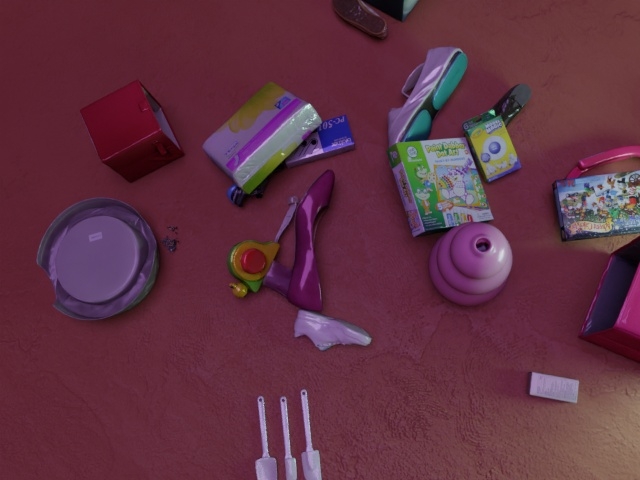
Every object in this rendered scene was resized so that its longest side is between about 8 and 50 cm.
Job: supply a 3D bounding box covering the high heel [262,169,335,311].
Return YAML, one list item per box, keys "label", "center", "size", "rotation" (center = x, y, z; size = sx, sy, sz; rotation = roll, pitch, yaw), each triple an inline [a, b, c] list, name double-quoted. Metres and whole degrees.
- label: "high heel"
  center: [0.000, 0.000, 1.598]
  size: [0.181, 0.127, 0.377]
  rotation: [25, 91, 11]

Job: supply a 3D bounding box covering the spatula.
- label: "spatula"
  center: [-0.093, 0.524, 1.533]
  size: [0.168, 0.019, 0.242]
  rotation: [-9, 76, 6]

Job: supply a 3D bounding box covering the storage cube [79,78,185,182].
- label: "storage cube"
  center: [-0.545, -0.313, 1.702]
  size: [0.193, 0.184, 0.215]
  rotation: [-27, 75, 1]

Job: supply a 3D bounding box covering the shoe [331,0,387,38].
- label: "shoe"
  center: [0.120, -0.685, 1.777]
  size: [0.219, 0.058, 0.076]
  rotation: [45, 106, 18]

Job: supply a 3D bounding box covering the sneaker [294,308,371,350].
- label: "sneaker"
  center: [0.030, 0.257, 1.561]
  size: [0.212, 0.080, 0.094]
  rotation: [17, 91, 18]

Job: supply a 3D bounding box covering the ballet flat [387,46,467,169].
- label: "ballet flat"
  center: [0.272, -0.377, 1.654]
  size: [0.139, 0.139, 0.400]
  rotation: [29, 83, 13]

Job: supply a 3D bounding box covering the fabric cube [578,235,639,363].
- label: "fabric cube"
  center: [0.817, 0.163, 1.381]
  size: [0.258, 0.259, 0.254]
  rotation: [25, 80, 12]

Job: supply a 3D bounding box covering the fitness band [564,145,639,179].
- label: "fitness band"
  center: [0.796, -0.138, 1.564]
  size: [0.290, 0.054, 0.209]
  rotation: [-17, 78, 4]

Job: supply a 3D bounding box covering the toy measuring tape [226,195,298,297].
- label: "toy measuring tape"
  center: [-0.174, 0.001, 1.616]
  size: [0.121, 0.121, 0.330]
  rotation: [22, 76, 11]

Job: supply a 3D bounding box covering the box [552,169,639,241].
- label: "box"
  center: [0.736, -0.090, 1.511]
  size: [0.233, 0.044, 0.159]
  rotation: [-7, 79, 6]

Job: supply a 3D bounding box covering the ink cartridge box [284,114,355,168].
- label: "ink cartridge box"
  center: [-0.011, -0.288, 1.699]
  size: [0.207, 0.046, 0.097]
  rotation: [-15, 75, 4]

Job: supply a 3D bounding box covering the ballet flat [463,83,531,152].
- label: "ballet flat"
  center: [0.495, -0.344, 1.651]
  size: [0.084, 0.058, 0.250]
  rotation: [42, 91, -8]

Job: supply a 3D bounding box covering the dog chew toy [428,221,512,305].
- label: "dog chew toy"
  center: [0.374, 0.047, 1.425]
  size: [0.206, 0.332, 0.207]
  rotation: [-1, 77, 6]

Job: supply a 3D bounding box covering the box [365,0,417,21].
- label: "box"
  center: [0.254, -0.856, 1.672]
  size: [0.182, 0.294, 0.296]
  rotation: [34, 83, 11]

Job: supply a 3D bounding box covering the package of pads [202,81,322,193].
- label: "package of pads"
  center: [-0.174, -0.300, 1.652]
  size: [0.296, 0.101, 0.229]
  rotation: [-44, 45, -4]

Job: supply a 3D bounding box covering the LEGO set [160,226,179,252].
- label: "LEGO set"
  center: [-0.435, -0.001, 1.701]
  size: [0.054, 0.023, 0.083]
  rotation: [17, 66, 8]

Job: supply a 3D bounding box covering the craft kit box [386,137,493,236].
- label: "craft kit box"
  center: [0.319, -0.147, 1.552]
  size: [0.249, 0.061, 0.247]
  rotation: [-10, 75, -30]

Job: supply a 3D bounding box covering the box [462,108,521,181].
- label: "box"
  center: [0.470, -0.262, 1.606]
  size: [0.105, 0.043, 0.179]
  rotation: [-25, 94, 1]

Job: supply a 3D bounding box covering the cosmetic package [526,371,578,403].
- label: "cosmetic package"
  center: [0.585, 0.371, 1.472]
  size: [0.115, 0.041, 0.060]
  rotation: [10, 79, 10]

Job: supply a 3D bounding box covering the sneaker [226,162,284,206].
- label: "sneaker"
  center: [-0.181, -0.166, 1.691]
  size: [0.188, 0.067, 0.078]
  rotation: [-37, 96, -4]

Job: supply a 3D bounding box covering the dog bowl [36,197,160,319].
- label: "dog bowl"
  center: [-0.622, 0.057, 1.667]
  size: [0.348, 0.102, 0.349]
  rotation: [-1, 76, 6]
